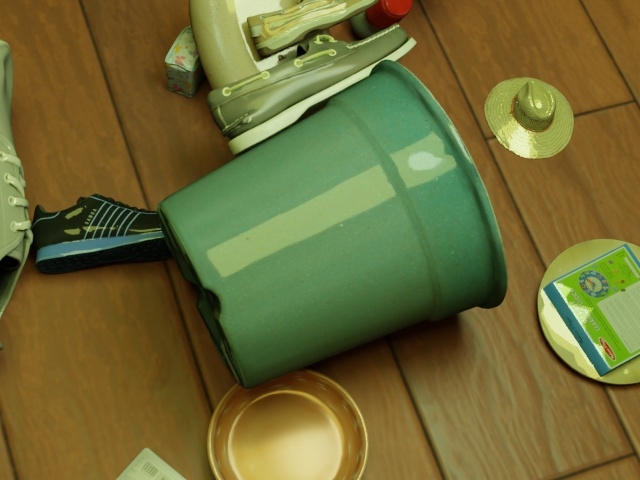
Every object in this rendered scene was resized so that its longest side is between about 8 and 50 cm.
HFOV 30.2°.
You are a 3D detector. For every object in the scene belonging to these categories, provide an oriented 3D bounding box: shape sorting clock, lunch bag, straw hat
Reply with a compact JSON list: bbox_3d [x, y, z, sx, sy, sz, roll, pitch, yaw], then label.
[{"bbox_3d":[0.394,0.095,1.600,0.206,0.040,0.206,3,66,-7],"label":"shape sorting clock"},{"bbox_3d":[-0.186,-0.261,1.707,0.053,0.071,0.083,19,61,6],"label":"lunch bag"},{"bbox_3d":[0.314,-0.196,1.734,0.145,0.061,0.144,2,63,-4],"label":"straw hat"}]

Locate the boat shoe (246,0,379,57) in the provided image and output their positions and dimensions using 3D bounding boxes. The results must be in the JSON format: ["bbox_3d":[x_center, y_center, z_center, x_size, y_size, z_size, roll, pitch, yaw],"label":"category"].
[{"bbox_3d":[-0.009,-0.314,1.589,0.190,0.068,0.072,-28,100,-16],"label":"boat shoe"}]

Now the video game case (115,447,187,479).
[{"bbox_3d":[-0.192,0.374,1.400,0.201,0.023,0.183,37,64,12],"label":"video game case"}]

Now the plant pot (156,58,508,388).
[{"bbox_3d":[0.000,0.000,1.459,0.334,0.341,0.341,-26,68,-11],"label":"plant pot"}]

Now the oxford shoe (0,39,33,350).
[{"bbox_3d":[-0.428,-0.047,1.518,0.130,0.169,0.449,4,69,-1],"label":"oxford shoe"}]

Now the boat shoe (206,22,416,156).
[{"bbox_3d":[-0.008,-0.220,1.568,0.305,0.109,0.091,-32,91,-20],"label":"boat shoe"}]

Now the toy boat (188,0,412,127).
[{"bbox_3d":[-0.023,-0.288,1.700,0.318,0.148,0.267,-22,96,-17],"label":"toy boat"}]

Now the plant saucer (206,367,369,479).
[{"bbox_3d":[-0.041,0.254,1.471,0.200,0.037,0.199,2,63,-4],"label":"plant saucer"}]

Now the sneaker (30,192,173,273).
[{"bbox_3d":[-0.266,-0.020,1.566,0.232,0.081,0.090,-7,68,-10],"label":"sneaker"}]
